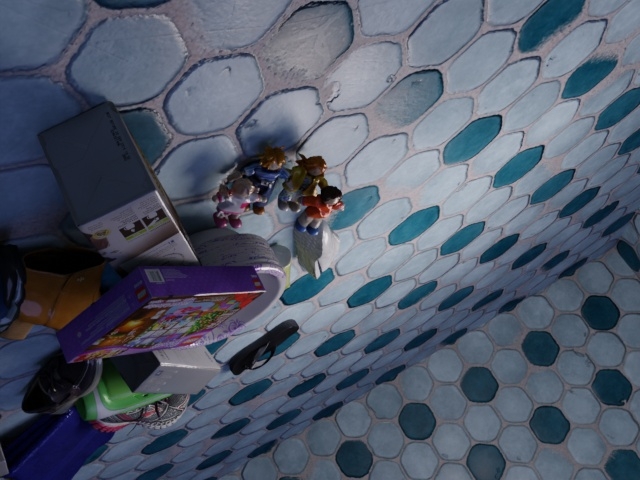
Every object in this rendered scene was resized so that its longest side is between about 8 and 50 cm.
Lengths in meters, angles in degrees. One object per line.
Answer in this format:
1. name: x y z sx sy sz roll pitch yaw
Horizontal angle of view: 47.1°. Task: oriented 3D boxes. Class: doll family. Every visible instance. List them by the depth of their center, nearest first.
1. doll family: -0.078 -0.105 1.355 0.263 0.118 0.163 3 150 -24

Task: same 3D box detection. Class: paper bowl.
1. paper bowl: -0.222 0.084 1.476 0.284 0.148 0.284 -25 156 -12

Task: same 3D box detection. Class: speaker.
1. speaker: -0.424 0.321 1.730 0.297 0.131 0.131 -15 152 -32

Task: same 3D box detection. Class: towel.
1. towel: -0.674 0.526 1.887 0.227 0.076 0.308 -47 160 -14

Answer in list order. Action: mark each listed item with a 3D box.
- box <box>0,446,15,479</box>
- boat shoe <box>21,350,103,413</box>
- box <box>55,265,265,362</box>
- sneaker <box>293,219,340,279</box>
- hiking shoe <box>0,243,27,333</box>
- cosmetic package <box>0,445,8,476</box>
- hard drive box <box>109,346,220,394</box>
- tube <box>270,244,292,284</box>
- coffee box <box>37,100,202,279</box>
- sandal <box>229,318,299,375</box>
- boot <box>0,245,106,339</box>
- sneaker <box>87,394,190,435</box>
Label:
1. box: -0.772 0.598 1.819 0.044 0.159 0.233 -23 156 -5
2. boat shoe: -0.554 0.300 1.568 0.092 0.102 0.285 -11 156 -48
3. box: -0.250 0.116 1.201 0.201 0.057 0.293 -35 162 24
4. sneaker: 0.000 0.000 1.681 0.095 0.090 0.235 -38 163 -18
5. hiking shoe: -0.575 0.114 1.151 0.304 0.113 0.132 -43 155 25
6. cosmetic package: -0.814 0.485 1.589 0.238 0.127 0.107 -21 156 -26
7. hard drive box: -0.346 0.233 1.571 0.089 0.181 0.232 -46 154 9
8. tube: -0.103 0.086 1.743 0.070 0.062 0.240 14 154 -1
9. coffee box: -0.289 -0.045 1.112 0.119 0.168 0.297 -27 156 -7
10. sandal: -0.166 0.321 2.135 0.254 0.054 0.097 -39 156 17
11. boot: -0.419 0.096 1.318 0.295 0.104 0.211 2 141 -45
12. sneaker: -0.455 0.424 1.911 0.299 0.120 0.112 2 137 -52
